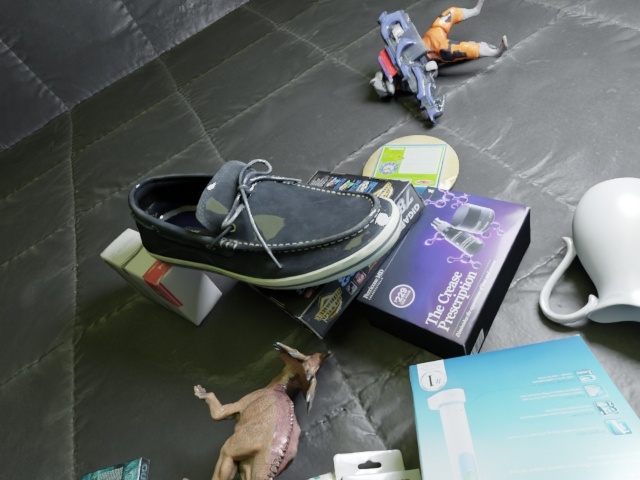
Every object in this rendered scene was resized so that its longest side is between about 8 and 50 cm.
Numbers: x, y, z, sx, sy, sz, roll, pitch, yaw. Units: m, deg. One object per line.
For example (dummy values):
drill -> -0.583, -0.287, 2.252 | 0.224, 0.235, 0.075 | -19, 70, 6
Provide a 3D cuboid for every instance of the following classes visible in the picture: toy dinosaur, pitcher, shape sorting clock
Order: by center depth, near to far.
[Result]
toy dinosaur -> -0.069, 0.255, 0.560 | 0.200, 0.127, 0.296 | -32, 24, 7
pitcher -> 0.417, 0.023, 0.595 | 0.177, 0.125, 0.207 | -9, 60, 39
shape sorting clock -> 0.194, -0.151, 0.884 | 0.206, 0.040, 0.206 | -10, 51, 13

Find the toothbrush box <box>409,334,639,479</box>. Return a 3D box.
toothbrush box -> 0.220, 0.255, 0.410 | 0.216, 0.126, 0.295 | -16, 22, 13

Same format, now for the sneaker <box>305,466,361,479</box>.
sneaker -> -0.019, 0.356, 0.547 | 0.161, 0.075, 0.057 | -27, 47, 3

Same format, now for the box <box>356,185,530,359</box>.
box -> 0.210, 0.048, 0.676 | 0.184, 0.103, 0.261 | 17, 62, 38

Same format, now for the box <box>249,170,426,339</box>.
box -> 0.000, 0.000, 0.764 | 0.295, 0.073, 0.293 | -51, 34, -13

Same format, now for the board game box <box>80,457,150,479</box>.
board game box -> -0.345, 0.465, 0.647 | 0.126, 0.026, 0.186 | -20, 47, 9

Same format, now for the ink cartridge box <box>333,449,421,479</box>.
ink cartridge box -> 0.078, 0.348, 0.493 | 0.104, 0.060, 0.180 | -1, 49, -8

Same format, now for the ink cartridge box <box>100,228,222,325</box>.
ink cartridge box -> -0.343, 0.076, 0.873 | 0.217, 0.159, 0.092 | 15, 56, 33

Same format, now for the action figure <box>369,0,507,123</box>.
action figure -> 0.293, -0.442, 1.038 | 0.330, 0.178, 0.341 | -18, 75, 20

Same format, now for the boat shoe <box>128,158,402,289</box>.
boat shoe -> -0.120, -0.039, 0.660 | 0.500, 0.156, 0.187 | 4, 45, 27
